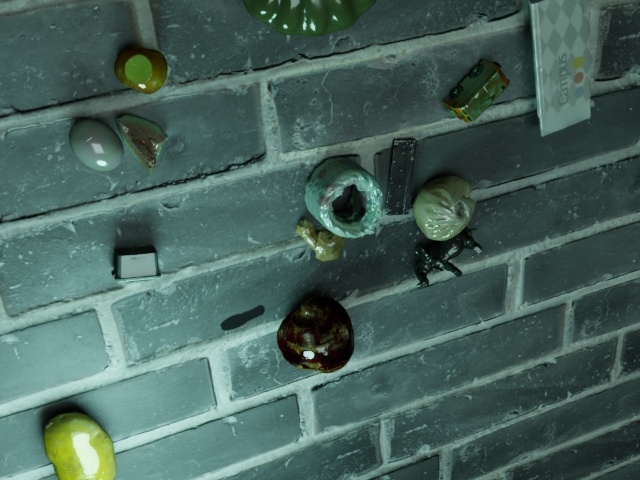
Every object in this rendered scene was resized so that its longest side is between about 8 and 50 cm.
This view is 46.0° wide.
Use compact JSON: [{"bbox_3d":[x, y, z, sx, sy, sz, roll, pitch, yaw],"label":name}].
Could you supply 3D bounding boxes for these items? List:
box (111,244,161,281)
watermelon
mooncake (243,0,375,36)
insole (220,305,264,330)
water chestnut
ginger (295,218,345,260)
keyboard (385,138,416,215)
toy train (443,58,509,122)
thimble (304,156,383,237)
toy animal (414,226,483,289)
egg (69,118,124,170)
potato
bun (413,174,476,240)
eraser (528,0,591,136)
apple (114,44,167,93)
[{"bbox_3d":[-0.466,0.056,1.907,0.122,0.084,0.069,-5,111,-23],"label":"box"},{"bbox_3d":[-0.418,-0.239,1.780,0.101,0.080,0.155,-46,110,-7],"label":"watermelon"},{"bbox_3d":[-0.026,-0.606,1.623,0.352,0.187,0.351,-6,121,-9],"label":"mooncake"},{"bbox_3d":[-0.222,0.222,2.153,0.135,0.002,0.045,-25,125,-10],"label":"insole"},{"bbox_3d":[-0.007,0.284,2.158,0.224,0.223,0.238,-17,137,-15],"label":"water chestnut"},{"bbox_3d":[0.008,-0.004,2.095,0.096,0.067,0.165,-29,128,19],"label":"ginger"},{"bbox_3d":[0.226,-0.178,2.129,0.072,0.023,0.231,-4,118,-15],"label":"keyboard"},{"bbox_3d":[0.426,-0.408,2.048,0.188,0.099,0.072,-46,124,5],"label":"toy train"},{"bbox_3d":[0.067,-0.108,2.018,0.185,0.149,0.211,-39,125,-3],"label":"thimble"},{"bbox_3d":[0.370,0.052,2.244,0.245,0.146,0.114,-32,119,-7],"label":"toy animal"},{"bbox_3d":[-0.511,-0.217,1.722,0.103,0.103,0.135,-42,124,1],"label":"egg"},{"bbox_3d":[-0.654,0.598,2.078,0.173,0.140,0.300,-14,116,-9],"label":"potato"},{"bbox_3d":[0.371,-0.092,2.169,0.193,0.128,0.178,-26,114,-15],"label":"bun"},{"bbox_3d":[0.675,-0.511,2.115,0.213,0.082,0.396,-22,123,-11],"label":"eraser"},{"bbox_3d":[-0.400,-0.385,1.688,0.114,0.099,0.102,24,96,-6],"label":"apple"}]
